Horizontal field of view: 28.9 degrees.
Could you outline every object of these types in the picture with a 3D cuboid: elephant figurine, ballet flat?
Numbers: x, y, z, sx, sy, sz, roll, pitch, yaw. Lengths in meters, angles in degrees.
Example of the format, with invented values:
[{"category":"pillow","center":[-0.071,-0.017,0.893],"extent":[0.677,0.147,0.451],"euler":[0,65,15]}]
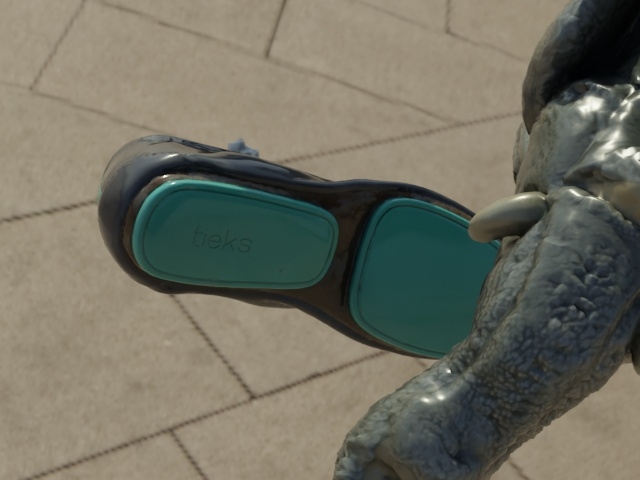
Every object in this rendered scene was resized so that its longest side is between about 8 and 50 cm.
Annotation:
[{"category":"elephant figurine","center":[0.119,-0.030,0.390],"extent":[0.186,0.239,0.169],"euler":[18,32,-31]},{"category":"ballet flat","center":[0.000,0.000,0.505],"extent":[0.203,0.074,0.074],"euler":[14,35,-33]}]
